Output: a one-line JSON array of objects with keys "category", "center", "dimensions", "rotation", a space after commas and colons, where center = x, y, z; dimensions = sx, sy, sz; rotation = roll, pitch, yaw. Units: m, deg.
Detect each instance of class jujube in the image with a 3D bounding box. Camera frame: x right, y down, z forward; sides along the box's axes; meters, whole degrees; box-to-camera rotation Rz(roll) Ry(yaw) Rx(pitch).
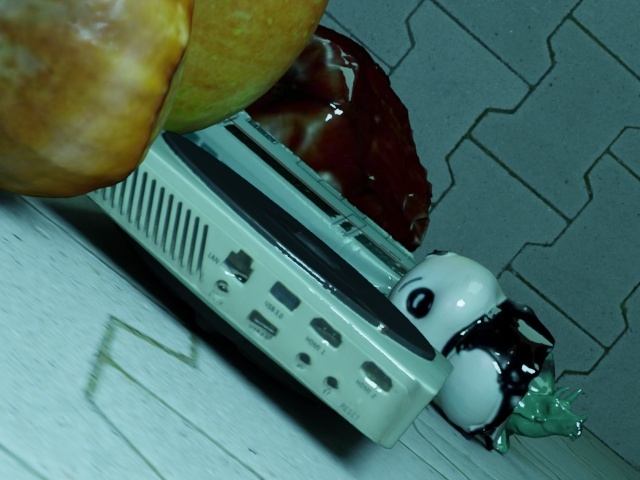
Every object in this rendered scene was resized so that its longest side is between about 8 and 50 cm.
[{"category": "jujube", "center": [0.009, -0.112, 1.684], "dimensions": [0.376, 0.258, 0.258], "rotation": [45, -1, -42]}]

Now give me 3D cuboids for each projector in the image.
[{"category": "projector", "center": [-0.035, 0.028, 0.863], "dimensions": [0.257, 0.079, 0.259], "rotation": [40, 3, 8]}]

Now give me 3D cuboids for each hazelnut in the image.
[{"category": "hazelnut", "center": [-0.148, -0.103, 0.676], "dimensions": [0.182, 0.182, 0.182], "rotation": [40, 3, -3]}]

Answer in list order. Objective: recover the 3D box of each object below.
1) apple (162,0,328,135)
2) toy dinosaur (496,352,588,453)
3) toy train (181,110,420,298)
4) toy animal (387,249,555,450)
[{"category": "apple", "center": [-0.158, -0.249, 1.042], "dimensions": [0.339, 0.339, 0.339], "rotation": [40, 3, -3]}, {"category": "toy dinosaur", "center": [0.174, 0.164, 1.481], "dimensions": [0.292, 0.120, 0.079], "rotation": [10, -7, 43]}, {"category": "toy train", "center": [0.000, 0.000, 1.473], "dimensions": [0.407, 0.086, 0.088], "rotation": [41, 32, 17]}, {"category": "toy animal", "center": [0.139, 0.106, 1.334], "dimensions": [0.179, 0.166, 0.138], "rotation": [43, 38, 16]}]
